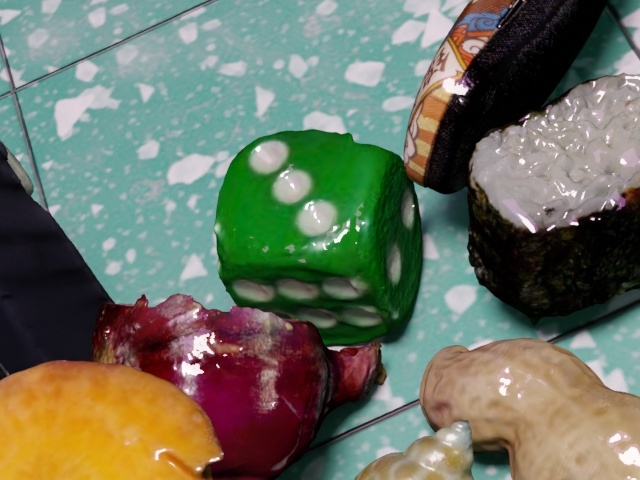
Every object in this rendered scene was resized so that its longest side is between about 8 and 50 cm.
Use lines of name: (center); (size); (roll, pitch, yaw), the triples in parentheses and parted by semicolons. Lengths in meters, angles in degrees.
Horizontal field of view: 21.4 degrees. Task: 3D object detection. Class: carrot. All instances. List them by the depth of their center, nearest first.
carrot: (-0.128, 0.221, 1.037); (0.196, 0.254, 0.196); (-7, 46, 7)

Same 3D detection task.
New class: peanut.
peanut: (0.159, 0.128, 1.120); (0.228, 0.085, 0.104); (34, 81, 39)

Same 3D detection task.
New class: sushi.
sushi: (0.208, -0.035, 1.196); (0.225, 0.127, 0.124); (-23, 52, -10)

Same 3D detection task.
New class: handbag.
handbag: (-0.312, -0.025, 1.277); (0.329, 0.303, 0.122); (30, 68, 37)

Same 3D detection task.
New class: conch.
conch: (0.030, 0.204, 1.102); (0.173, 0.106, 0.116); (-16, 29, 27)

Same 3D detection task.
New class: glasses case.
glasses case: (0.153, -0.157, 1.284); (0.082, 0.122, 0.321); (29, 50, 12)

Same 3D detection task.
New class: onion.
onion: (-0.052, 0.109, 1.188); (0.195, 0.218, 0.140); (-21, 66, 60)

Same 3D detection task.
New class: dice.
dice: (0.000, 0.000, 1.252); (0.128, 0.131, 0.120); (0, 56, 20)
